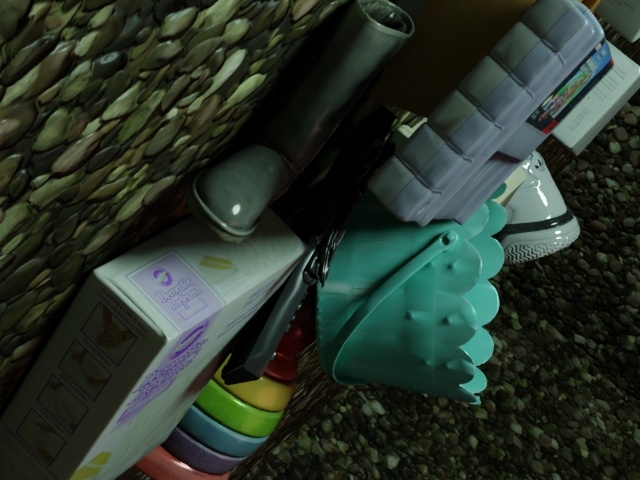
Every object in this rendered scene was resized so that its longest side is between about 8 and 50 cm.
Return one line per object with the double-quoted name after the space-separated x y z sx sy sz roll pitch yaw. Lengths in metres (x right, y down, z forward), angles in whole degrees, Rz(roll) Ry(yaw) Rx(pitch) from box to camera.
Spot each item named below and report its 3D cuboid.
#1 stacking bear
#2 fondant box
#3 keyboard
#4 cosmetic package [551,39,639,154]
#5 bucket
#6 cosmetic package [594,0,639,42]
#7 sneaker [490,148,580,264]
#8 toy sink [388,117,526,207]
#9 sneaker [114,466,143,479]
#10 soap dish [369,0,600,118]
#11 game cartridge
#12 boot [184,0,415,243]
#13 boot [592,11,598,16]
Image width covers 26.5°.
-0.100 0.148 1.605 0.289 0.164 0.175 -53 169 14 "stacking bear"
-0.179 0.121 1.309 0.238 0.096 0.330 -34 163 -53 "fondant box"
0.000 0.000 1.373 0.317 0.033 0.201 -63 -171 -18 "keyboard"
0.367 -0.231 1.999 0.151 0.151 0.183 -48 171 9 "cosmetic package"
0.108 0.048 1.566 0.281 0.183 0.281 6 90 -77 "bucket"
0.425 -0.415 1.485 0.197 0.155 0.365 -38 167 -42 "cosmetic package"
0.197 -0.063 2.051 0.365 0.210 0.137 -11 -169 34 "sneaker"
0.163 -0.075 1.781 0.131 0.153 0.234 -41 168 -27 "toy sink"
-0.285 0.293 1.694 0.086 0.064 0.192 1 150 -43 "sneaker"
0.191 -0.243 1.305 0.291 0.118 0.229 -35 166 -47 "soap dish"
0.171 -0.110 1.252 0.230 0.068 0.355 -43 171 11 "game cartridge"
-0.012 -0.105 1.149 0.208 0.076 0.190 -43 -173 26 "boot"
0.277 -0.267 1.684 0.244 0.088 0.176 -32 166 -24 "boot"
